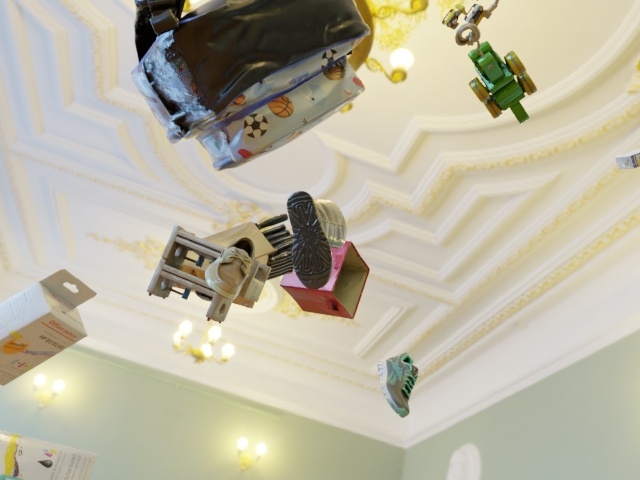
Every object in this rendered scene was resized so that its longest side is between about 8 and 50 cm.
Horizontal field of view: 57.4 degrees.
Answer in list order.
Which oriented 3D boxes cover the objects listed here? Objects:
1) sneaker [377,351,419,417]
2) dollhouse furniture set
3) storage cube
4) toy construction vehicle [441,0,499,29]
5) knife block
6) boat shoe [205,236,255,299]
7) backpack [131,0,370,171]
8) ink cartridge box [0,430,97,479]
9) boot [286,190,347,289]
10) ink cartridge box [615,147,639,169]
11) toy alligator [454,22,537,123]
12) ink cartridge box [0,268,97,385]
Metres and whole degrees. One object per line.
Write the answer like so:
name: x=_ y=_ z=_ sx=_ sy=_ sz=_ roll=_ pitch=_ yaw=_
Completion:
sneaker: x=0.158 y=0.272 z=1.136 sx=0.076 sy=0.166 sz=0.065 roll=-32 pitch=-68 yaw=11
dollhouse furniture set: x=-0.195 y=0.072 z=1.058 sx=0.130 sy=0.128 sz=0.183 roll=20 pitch=-7 yaw=16
storage cube: x=0.017 y=0.119 z=1.855 sx=0.193 sy=0.214 sz=0.183 roll=5 pitch=-30 yaw=31
toy construction vehicle: x=0.273 y=-0.414 z=1.042 sx=0.035 sy=0.086 sz=0.098 roll=25 pitch=-70 yaw=-30
knife block: x=-0.177 y=0.016 z=1.276 sx=0.276 sy=0.242 sz=0.088 roll=16 pitch=-43 yaw=-7
boat shoe: x=-0.110 y=0.029 z=0.738 sx=0.050 sy=0.135 sz=0.045 roll=34 pitch=-74 yaw=-14
backpack: x=-0.094 y=-0.210 z=0.713 sx=0.263 sy=0.277 sz=0.213 roll=8 pitch=-57 yaw=55
ink cartridge box: x=-0.614 y=0.506 z=1.128 sx=0.270 sy=0.198 sz=0.197 roll=21 pitch=-46 yaw=-18
boot: x=0.002 y=0.001 z=1.099 sx=0.076 sy=0.189 sz=0.208 roll=-8 pitch=-8 yaw=10
ink cartridge box: x=0.651 y=-0.171 z=1.147 sx=0.115 sy=0.029 sz=0.063 roll=-19 pitch=5 yaw=2
toy alligator: x=0.184 y=-0.188 z=0.634 sx=0.056 sy=0.051 sz=0.190 roll=-35 pitch=-37 yaw=22
ink cartridge box: x=-0.422 y=0.128 z=0.856 sx=0.181 sy=0.061 sz=0.104 roll=-32 pitch=-29 yaw=-6
